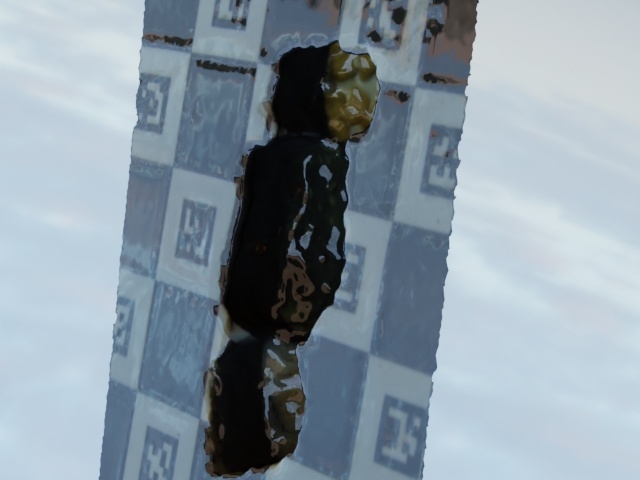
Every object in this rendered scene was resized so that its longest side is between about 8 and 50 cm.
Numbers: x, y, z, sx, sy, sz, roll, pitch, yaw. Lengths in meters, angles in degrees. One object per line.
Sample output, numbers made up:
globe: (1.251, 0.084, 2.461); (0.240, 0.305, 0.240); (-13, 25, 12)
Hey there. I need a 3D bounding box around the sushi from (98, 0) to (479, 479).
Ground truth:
sushi: (0.000, 0.000, 0.639); (0.050, 0.215, 0.192); (6, -179, -38)
